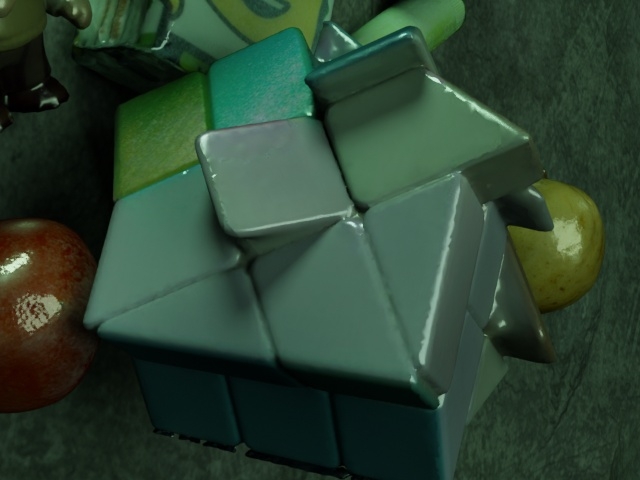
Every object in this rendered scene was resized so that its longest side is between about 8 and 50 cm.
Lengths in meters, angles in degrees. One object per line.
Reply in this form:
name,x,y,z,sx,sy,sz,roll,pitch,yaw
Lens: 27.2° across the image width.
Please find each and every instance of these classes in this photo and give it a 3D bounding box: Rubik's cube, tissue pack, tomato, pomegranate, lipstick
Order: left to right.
tomato,-0.245,0.059,1.060,0.167,0.167,0.167,-1,91,-51
tissue pack,-0.091,-0.273,1.261,0.228,0.128,0.311,27,70,-48
Rubik's cube,0.000,0.000,1.097,0.358,0.387,0.368,52,51,-66
lipstick,0.067,-0.213,1.501,0.304,0.076,0.076,-41,121,-44
pomegranate,0.274,-0.004,1.692,0.196,0.196,0.196,-1,91,-51

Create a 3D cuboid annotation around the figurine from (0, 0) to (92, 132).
figurine,-0.262,-0.260,0.990,0.218,0.206,0.365,-25,112,-32
